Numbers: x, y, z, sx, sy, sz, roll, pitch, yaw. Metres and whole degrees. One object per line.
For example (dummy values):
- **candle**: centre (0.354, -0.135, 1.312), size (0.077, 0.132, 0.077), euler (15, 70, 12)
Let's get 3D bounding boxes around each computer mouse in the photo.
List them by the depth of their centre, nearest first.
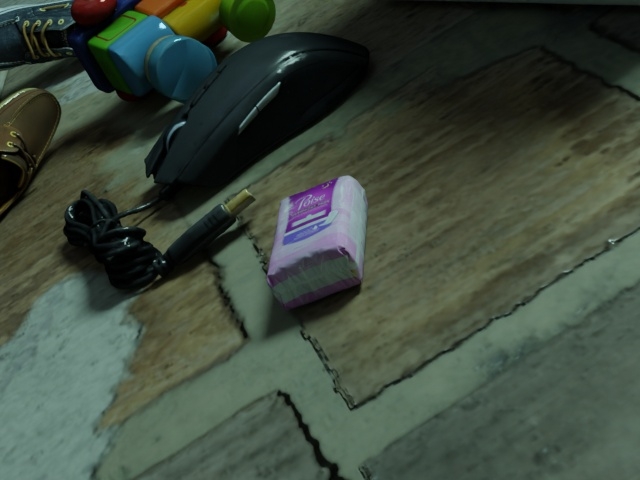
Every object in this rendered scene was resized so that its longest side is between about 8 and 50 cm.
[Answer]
- **computer mouse**: centre (-0.069, -0.072, 0.844), size (0.262, 0.060, 0.184), euler (-35, 26, -6)

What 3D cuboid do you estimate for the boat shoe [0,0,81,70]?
- **boat shoe**: centre (-0.293, -0.219, 1.292), size (0.183, 0.065, 0.083), euler (-19, 26, -12)

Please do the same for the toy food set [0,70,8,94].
- **toy food set**: centre (-0.484, -0.175, 1.418), size (0.220, 0.092, 0.306), euler (-28, 26, 7)

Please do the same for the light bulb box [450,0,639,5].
- **light bulb box**: centre (0.213, -0.355, 0.852), size (0.361, 0.225, 0.358), euler (-40, 28, -19)

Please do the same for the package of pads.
- **package of pads**: centre (0.000, 0.000, 0.681), size (0.050, 0.032, 0.083), euler (-20, 29, 17)

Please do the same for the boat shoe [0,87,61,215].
- **boat shoe**: centre (-0.270, -0.064, 1.044), size (0.060, 0.064, 0.178), euler (-2, 45, 36)

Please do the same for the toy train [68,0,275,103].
- **toy train**: centre (-0.088, -0.215, 1.076), size (0.248, 0.105, 0.143), euler (-41, 38, -19)
